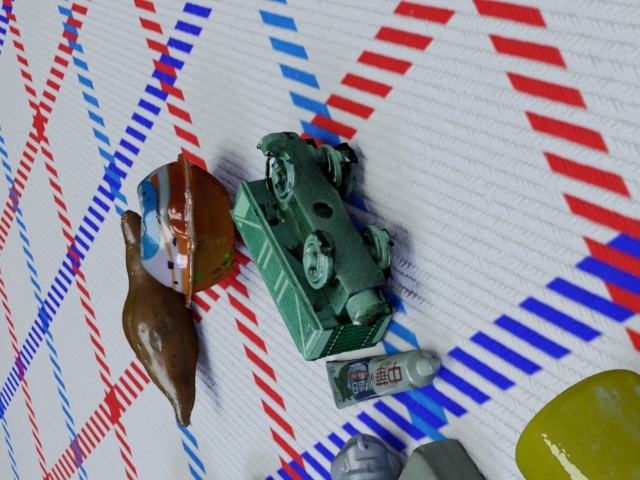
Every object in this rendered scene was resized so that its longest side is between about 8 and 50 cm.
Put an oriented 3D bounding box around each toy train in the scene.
[{"bbox_3d":[0.000,0.000,1.076,0.269,0.115,0.154,60,151,32],"label":"toy train"}]

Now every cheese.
[{"bbox_3d":[-0.196,-0.011,1.379,0.329,0.129,0.217,164,103,-77],"label":"cheese"}]

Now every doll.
[{"bbox_3d":[0.050,0.280,1.092,0.094,0.079,0.180,-98,6,-53],"label":"doll"}]

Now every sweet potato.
[{"bbox_3d":[-0.258,0.127,1.528,0.112,0.112,0.359,-49,54,51],"label":"sweet potato"}]

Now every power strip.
[{"bbox_3d":[0.098,0.336,1.039,0.093,0.053,0.288,54,138,38],"label":"power strip"}]

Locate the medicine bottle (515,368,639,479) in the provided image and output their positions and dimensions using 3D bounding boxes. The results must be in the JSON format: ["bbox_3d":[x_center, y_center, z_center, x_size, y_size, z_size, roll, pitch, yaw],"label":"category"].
[{"bbox_3d":[0.246,0.207,0.696,0.212,0.122,0.122,56,140,36],"label":"medicine bottle"}]

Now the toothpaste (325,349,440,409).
[{"bbox_3d":[0.064,0.150,1.068,0.233,0.038,0.060,-27,72,60],"label":"toothpaste"}]
